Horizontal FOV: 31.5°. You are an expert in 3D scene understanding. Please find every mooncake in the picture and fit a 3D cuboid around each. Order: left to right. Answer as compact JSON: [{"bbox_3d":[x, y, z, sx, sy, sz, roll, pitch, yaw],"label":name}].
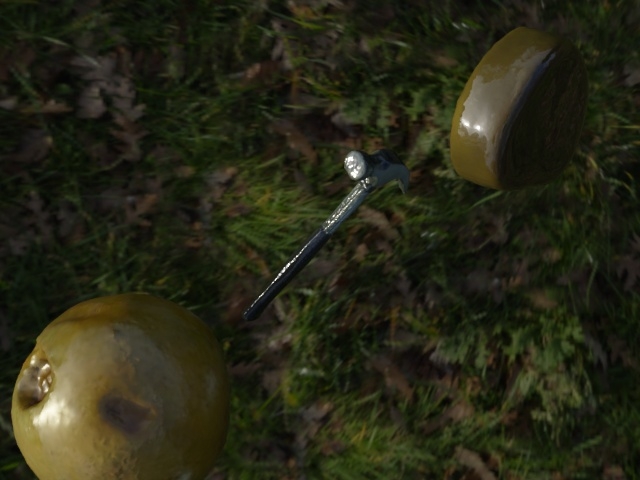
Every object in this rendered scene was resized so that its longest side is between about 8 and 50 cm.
[{"bbox_3d":[0.280,-0.186,1.596,0.117,0.234,0.235,26,102,39],"label":"mooncake"}]

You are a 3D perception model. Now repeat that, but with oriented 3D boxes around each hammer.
[{"bbox_3d":[0.000,0.000,1.141,0.246,0.103,0.029,-49,64,30],"label":"hammer"}]

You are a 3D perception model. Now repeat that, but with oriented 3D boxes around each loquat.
[{"bbox_3d":[-0.182,0.160,1.062,0.213,0.213,0.213,1,96,12],"label":"loquat"}]
